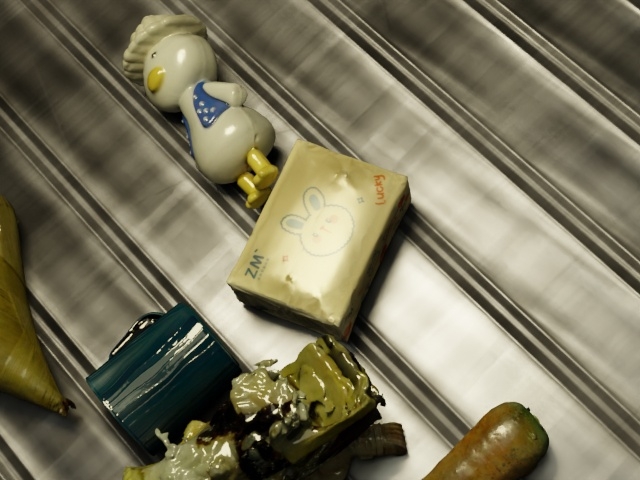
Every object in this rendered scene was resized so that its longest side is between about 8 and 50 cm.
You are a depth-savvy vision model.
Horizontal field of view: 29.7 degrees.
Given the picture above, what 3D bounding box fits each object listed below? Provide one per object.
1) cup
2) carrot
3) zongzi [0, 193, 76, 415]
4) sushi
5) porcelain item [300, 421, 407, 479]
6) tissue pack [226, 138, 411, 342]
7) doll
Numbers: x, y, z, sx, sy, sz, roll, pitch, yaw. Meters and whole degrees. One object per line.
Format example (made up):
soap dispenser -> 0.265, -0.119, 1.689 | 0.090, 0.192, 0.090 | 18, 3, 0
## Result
cup -> -0.182, 0.139, 1.349 | 0.138, 0.113, 0.150 | -41, 69, -8
carrot -> 0.111, 0.278, 1.263 | 0.298, 0.078, 0.078 | -38, 67, -1
zongzi -> -0.364, 0.065, 1.419 | 0.256, 0.115, 0.228 | 19, 69, 11
sushi -> -0.082, 0.198, 1.242 | 0.291, 0.131, 0.139 | -36, 59, 4
porcelain item -> -0.014, 0.234, 1.311 | 0.213, 0.054, 0.084 | -13, 67, 5
tissue pack -> 0.000, 0.000, 1.378 | 0.148, 0.092, 0.196 | 20, 75, 18
doll -> -0.144, -0.167, 1.458 | 0.119, 0.138, 0.293 | -17, 63, -35
